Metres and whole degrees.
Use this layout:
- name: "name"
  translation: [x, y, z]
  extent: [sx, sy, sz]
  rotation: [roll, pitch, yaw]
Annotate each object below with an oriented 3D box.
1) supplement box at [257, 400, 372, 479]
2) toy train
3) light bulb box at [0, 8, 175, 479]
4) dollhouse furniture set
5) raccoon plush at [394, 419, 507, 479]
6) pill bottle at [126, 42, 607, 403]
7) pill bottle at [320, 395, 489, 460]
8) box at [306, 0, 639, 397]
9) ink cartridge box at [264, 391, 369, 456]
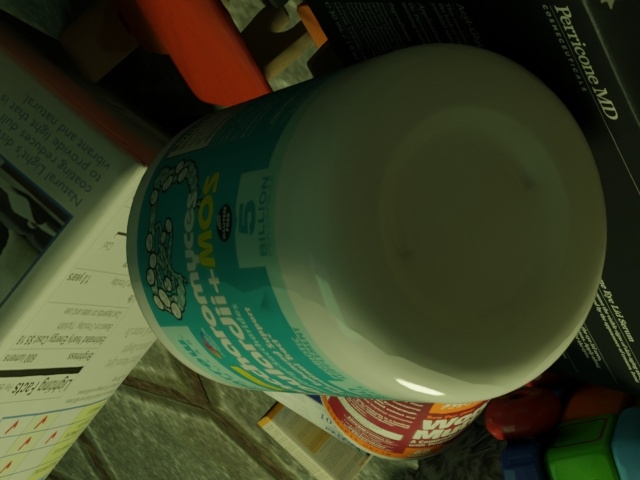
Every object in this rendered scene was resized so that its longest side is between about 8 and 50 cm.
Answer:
- name: "supplement box"
  translation: [0.001, 0.175, 1.328]
  extent: [0.098, 0.062, 0.036]
  rotation: [44, 156, 0]
- name: "toy train"
  translation: [0.194, 0.100, 0.854]
  extent: [0.143, 0.248, 0.105]
  rotation: [-14, 99, 21]
- name: "light bulb box"
  translation: [-0.262, 0.038, 0.996]
  extent: [0.225, 0.361, 0.358]
  rotation: [40, -177, 9]
- name: "dollhouse furniture set"
  translation: [-0.102, -0.174, 0.809]
  extent: [0.262, 0.135, 0.259]
  rotation: [14, 144, 48]
- name: "raccoon plush"
  translation: [0.218, 0.293, 1.035]
  extent: [0.299, 0.216, 0.446]
  rotation: [43, 158, -19]
- name: "pill bottle"
  translation: [0.000, 0.000, 0.682]
  extent: [0.146, 0.146, 0.264]
  rotation: [50, 157, -15]
- name: "pill bottle"
  translation: [0.070, 0.058, 0.948]
  extent: [0.121, 0.121, 0.221]
  rotation: [39, 157, 10]
- name: "box"
  translation: [0.134, -0.043, 0.701]
  extent: [0.184, 0.103, 0.261]
  rotation: [16, 145, 53]
- name: "ink cartridge box"
  translation: [-0.016, 0.075, 1.143]
  extent: [0.207, 0.097, 0.046]
  rotation: [29, 153, 30]
